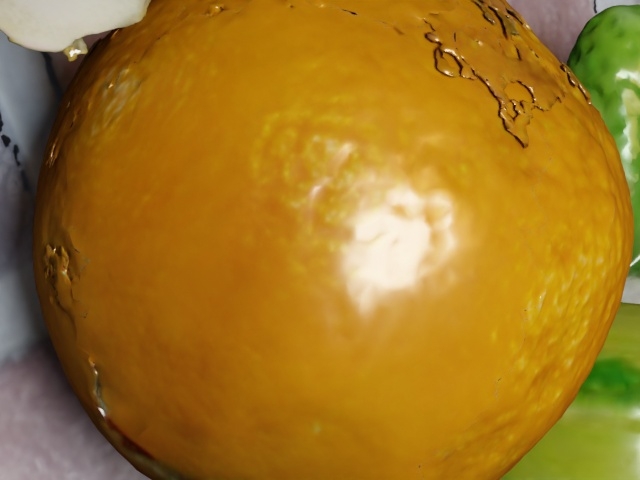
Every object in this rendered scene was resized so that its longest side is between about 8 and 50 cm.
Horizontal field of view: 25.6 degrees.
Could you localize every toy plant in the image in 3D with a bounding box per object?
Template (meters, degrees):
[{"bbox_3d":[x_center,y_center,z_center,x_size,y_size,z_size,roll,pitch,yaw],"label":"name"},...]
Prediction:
[{"bbox_3d":[0.174,0.015,0.747,0.224,0.184,0.316,48,48,-43],"label":"toy plant"}]

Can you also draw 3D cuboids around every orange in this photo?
[{"bbox_3d":[0.000,0.000,0.585,0.246,0.246,0.246,4,82,-33],"label":"orange"}]

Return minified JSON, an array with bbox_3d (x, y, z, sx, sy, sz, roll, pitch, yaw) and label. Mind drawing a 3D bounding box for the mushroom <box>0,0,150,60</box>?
[{"bbox_3d":[-0.057,-0.200,0.605,0.123,0.095,0.351,25,47,5],"label":"mushroom"}]
